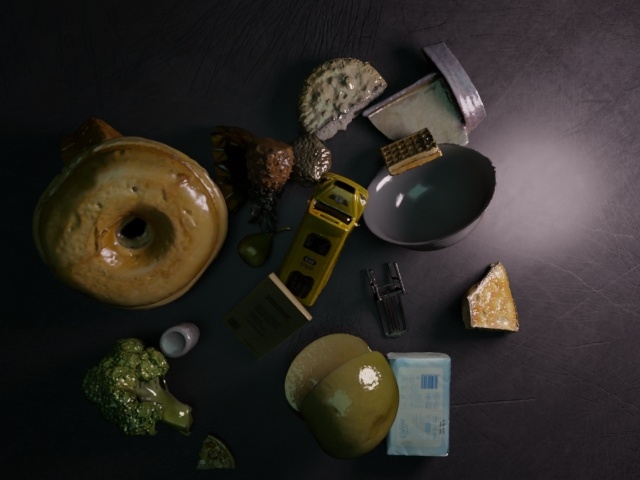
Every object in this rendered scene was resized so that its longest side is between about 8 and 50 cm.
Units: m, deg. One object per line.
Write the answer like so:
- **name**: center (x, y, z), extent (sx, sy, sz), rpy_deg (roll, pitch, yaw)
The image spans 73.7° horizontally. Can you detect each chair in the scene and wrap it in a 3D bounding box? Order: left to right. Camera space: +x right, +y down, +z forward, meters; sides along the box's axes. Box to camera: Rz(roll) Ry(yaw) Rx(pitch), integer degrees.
- **chair**: center (0.194, 0.171, 1.175), extent (0.084, 0.101, 0.213), rpy_deg (-16, 88, -2)

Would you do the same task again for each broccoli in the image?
- **broccoli**: center (-0.433, 0.372, 1.072), extent (0.302, 0.254, 0.186), rpy_deg (33, 87, 0)

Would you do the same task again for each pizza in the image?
- **pizza**: center (-0.300, 0.608, 1.183), extent (0.108, 0.026, 0.123), rpy_deg (-40, 90, 0)
- **pizza**: center (0.461, 0.162, 1.202), extent (0.188, 0.080, 0.204), rpy_deg (3, 77, -24)

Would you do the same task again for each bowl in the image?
- **bowl**: center (0.295, -0.082, 1.133), extent (0.345, 0.345, 0.157), rpy_deg (-37, 133, -2)

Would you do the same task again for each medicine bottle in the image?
- **medicine bottle**: center (-0.371, 0.261, 1.140), extent (0.080, 0.130, 0.081), rpy_deg (0, 87, -3)

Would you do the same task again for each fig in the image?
- **fig**: center (-0.159, 0.011, 1.198), extent (0.093, 0.093, 0.166), rpy_deg (52, 48, 0)

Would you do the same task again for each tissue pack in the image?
- **tissue pack**: center (0.263, 0.445, 1.176), extent (0.176, 0.089, 0.264), rpy_deg (1, 90, -1)

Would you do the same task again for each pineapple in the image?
- **pineapple**: center (-0.139, -0.137, 1.123), extent (0.128, 0.128, 0.248), rpy_deg (10, 119, -1)

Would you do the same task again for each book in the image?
- **book**: center (-0.149, 0.206, 1.141), extent (0.161, 0.026, 0.231), rpy_deg (48, 121, -1)

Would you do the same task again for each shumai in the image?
- **shumai**: center (-0.031, -0.215, 1.176), extent (0.145, 0.116, 0.146), rpy_deg (-1, 86, 16)

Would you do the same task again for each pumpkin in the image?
- **pumpkin**: center (-0.208, -0.211, 1.162), extent (0.149, 0.130, 0.254), rpy_deg (-10, 87, -2)

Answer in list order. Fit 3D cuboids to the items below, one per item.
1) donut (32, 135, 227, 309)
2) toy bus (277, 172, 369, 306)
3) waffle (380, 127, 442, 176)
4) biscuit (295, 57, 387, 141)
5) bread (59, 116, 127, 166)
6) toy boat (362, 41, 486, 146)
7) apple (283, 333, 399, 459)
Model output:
- **donut**: center (-0.453, -0.030, 1.060), extent (0.448, 0.198, 0.450), rpy_deg (-8, 113, -18)
- **toy bus**: center (0.000, 0.000, 1.108), extent (0.145, 0.151, 0.331), rpy_deg (26, 114, 1)
- **waffle**: center (0.242, -0.239, 1.157), extent (0.147, 0.042, 0.103), rpy_deg (-22, 45, 14)
- **biscuit**: center (0.033, -0.403, 1.197), extent (0.281, 0.084, 0.179), rpy_deg (-42, 90, -2)
- **bread**: center (-0.568, -0.216, 1.121), extent (0.149, 0.158, 0.143), rpy_deg (-40, 53, -1)
- **toy boat**: center (0.316, -0.372, 1.206), extent (0.276, 0.111, 0.293), rpy_deg (42, 100, -2)
- **apple**: center (0.054, 0.381, 1.075), extent (0.254, 0.292, 0.292), rpy_deg (-30, 89, -20)
